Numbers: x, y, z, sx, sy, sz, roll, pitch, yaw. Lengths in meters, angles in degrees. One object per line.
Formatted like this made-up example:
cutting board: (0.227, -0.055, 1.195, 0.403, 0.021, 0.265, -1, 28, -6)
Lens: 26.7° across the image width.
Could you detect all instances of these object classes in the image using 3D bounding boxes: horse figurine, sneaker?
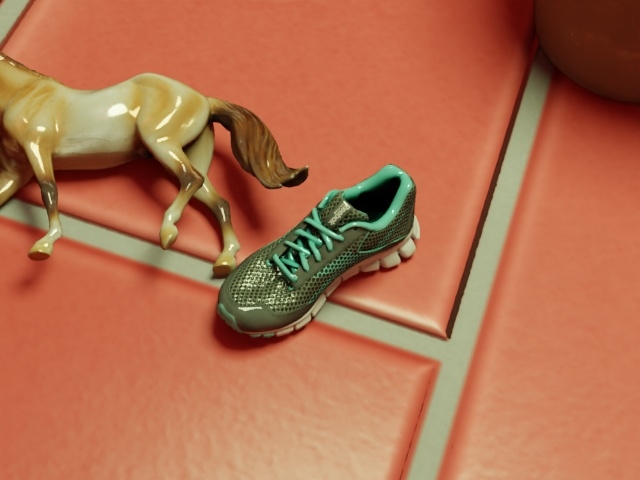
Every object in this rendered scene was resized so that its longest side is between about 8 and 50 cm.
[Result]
horse figurine: (-0.144, -0.060, 0.918, 0.263, 0.066, 0.174, -2, 59, -6)
sneaker: (0.000, 0.000, 0.888, 0.166, 0.076, 0.065, -34, 64, -28)

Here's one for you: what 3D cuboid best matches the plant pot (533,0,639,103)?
plant pot: (0.259, -0.232, 1.005, 0.263, 0.229, 0.263, 4, 54, -5)
